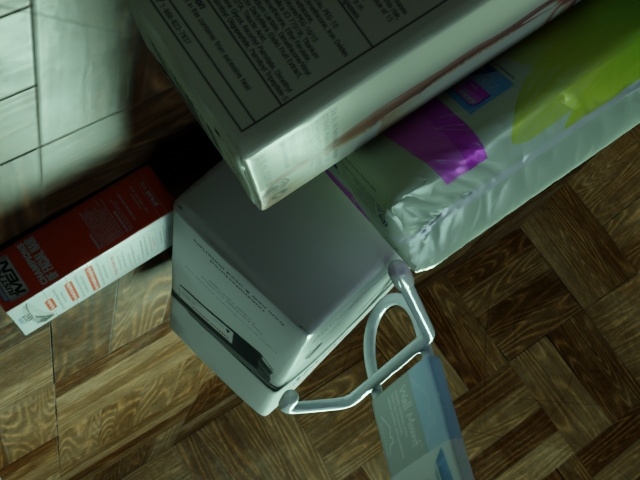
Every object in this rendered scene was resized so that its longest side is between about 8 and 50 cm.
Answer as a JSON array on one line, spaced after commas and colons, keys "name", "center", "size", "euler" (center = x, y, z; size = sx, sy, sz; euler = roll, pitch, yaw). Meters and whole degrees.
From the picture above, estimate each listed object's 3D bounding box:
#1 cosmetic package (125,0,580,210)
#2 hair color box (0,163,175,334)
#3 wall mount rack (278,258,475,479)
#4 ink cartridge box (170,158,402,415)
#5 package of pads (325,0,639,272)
[{"name": "cosmetic package", "center": [0.041, -0.168, 0.589], "size": [0.296, 0.153, 0.129], "euler": [-32, 169, -5]}, {"name": "hair color box", "center": [-0.206, 0.009, 0.839], "size": [0.167, 0.053, 0.093], "euler": [-34, 169, -16]}, {"name": "wall mount rack", "center": [0.074, 0.185, 0.847], "size": [0.130, 0.350, 0.304], "euler": [1, 148, -27]}, {"name": "ink cartridge box", "center": [0.000, 0.000, 0.992], "size": [0.285, 0.166, 0.395], "euler": [-43, 172, -20]}, {"name": "package of pads", "center": [0.120, -0.142, 0.724], "size": [0.296, 0.229, 0.101], "euler": [-33, 138, -7]}]
